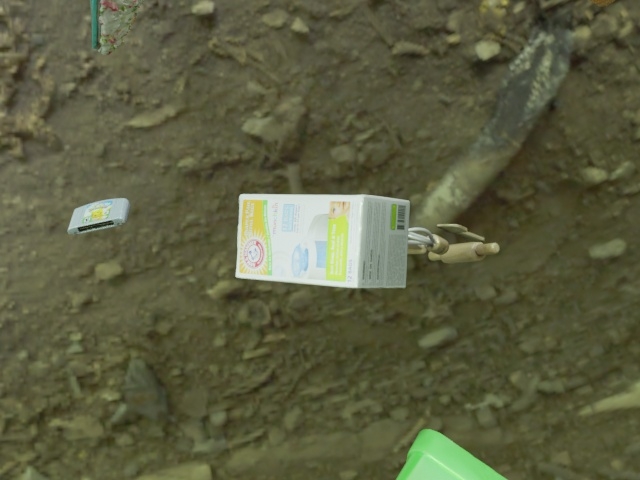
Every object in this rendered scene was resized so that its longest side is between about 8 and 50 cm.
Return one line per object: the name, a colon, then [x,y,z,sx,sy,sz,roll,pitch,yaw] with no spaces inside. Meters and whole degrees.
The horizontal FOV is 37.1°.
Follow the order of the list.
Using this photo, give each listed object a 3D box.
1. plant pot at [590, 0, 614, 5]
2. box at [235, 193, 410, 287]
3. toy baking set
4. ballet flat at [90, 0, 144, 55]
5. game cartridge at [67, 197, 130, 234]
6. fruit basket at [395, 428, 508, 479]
plant pot: [0.306,-0.349,0.958,0.205,0.205,0.188,16,129,-36]
box: [0.000,0.000,1.205,0.203,0.114,0.103,3,180,39]
toy baking set: [0.158,0.008,1.406,0.196,0.030,0.256,8,172,-33]
ballet flat: [-0.169,-0.267,0.806,0.077,0.091,0.241,-6,131,-10]
game cartridge: [-0.310,-0.035,1.334,0.083,0.056,0.017,-12,123,7]
fruit basket: [0.232,0.417,1.217,0.392,0.283,0.392,-34,141,-34]
